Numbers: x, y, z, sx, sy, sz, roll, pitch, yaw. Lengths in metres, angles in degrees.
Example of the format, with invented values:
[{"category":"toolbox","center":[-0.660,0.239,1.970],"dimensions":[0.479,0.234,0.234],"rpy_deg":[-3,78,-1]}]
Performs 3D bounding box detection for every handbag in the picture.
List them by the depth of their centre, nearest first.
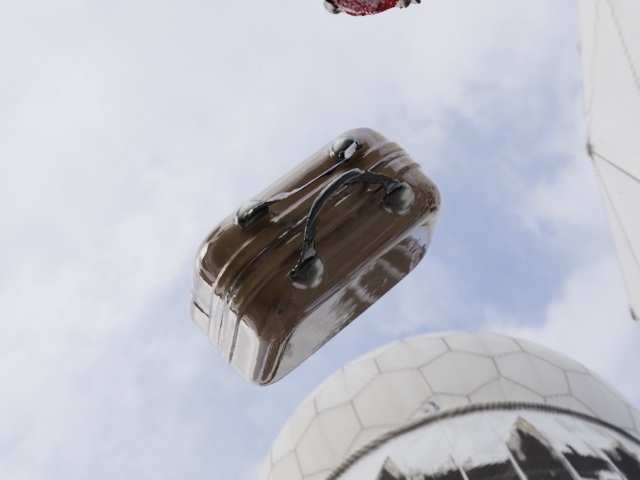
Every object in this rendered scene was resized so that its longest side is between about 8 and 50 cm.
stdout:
[{"category":"handbag","center":[0.000,0.000,0.982],"dimensions":[0.302,0.283,0.149],"rpy_deg":[-36,-108,-22]}]

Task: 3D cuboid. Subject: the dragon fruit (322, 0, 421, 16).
[{"category":"dragon fruit","center":[0.074,-0.295,0.880],"dimensions":[0.208,0.133,0.149],"rpy_deg":[-14,-104,-17]}]
